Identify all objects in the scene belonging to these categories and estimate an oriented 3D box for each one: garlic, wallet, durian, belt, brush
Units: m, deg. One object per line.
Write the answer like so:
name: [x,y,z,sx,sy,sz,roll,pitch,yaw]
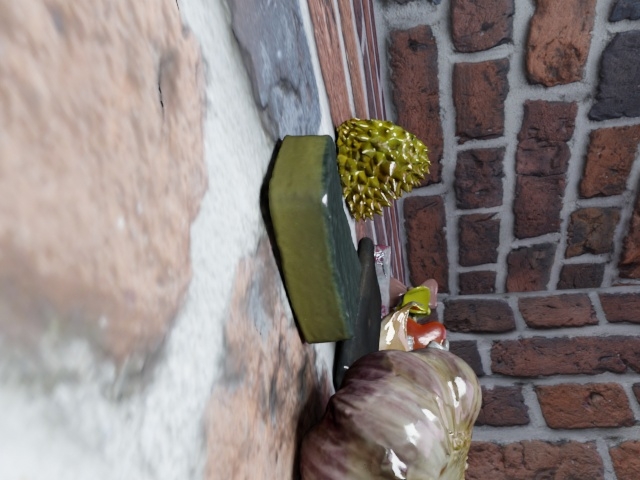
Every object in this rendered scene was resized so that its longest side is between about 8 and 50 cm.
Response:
garlic: [0.064,0.217,0.529,0.244,0.160,0.245,-22,121,-44]
wallet: [0.065,0.149,0.839,0.321,0.044,0.171,-73,155,-54]
garlic: [0.135,0.228,1.000,0.115,0.128,0.207,-15,96,-34]
durian: [0.115,-0.127,0.943,0.260,0.186,0.154,21,57,-63]
belt: [0.135,0.119,1.178,0.071,0.053,0.232,73,19,-56]
brush: [0.000,0.000,0.520,0.123,0.059,0.197,-83,164,-50]

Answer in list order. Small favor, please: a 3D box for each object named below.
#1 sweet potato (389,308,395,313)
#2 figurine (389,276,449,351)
sweet potato: [0.182,0.206,1.381,0.195,0.056,0.057,-90,169,-47]
figurine: [0.223,0.253,1.212,0.193,0.154,0.421,91,4,-59]
